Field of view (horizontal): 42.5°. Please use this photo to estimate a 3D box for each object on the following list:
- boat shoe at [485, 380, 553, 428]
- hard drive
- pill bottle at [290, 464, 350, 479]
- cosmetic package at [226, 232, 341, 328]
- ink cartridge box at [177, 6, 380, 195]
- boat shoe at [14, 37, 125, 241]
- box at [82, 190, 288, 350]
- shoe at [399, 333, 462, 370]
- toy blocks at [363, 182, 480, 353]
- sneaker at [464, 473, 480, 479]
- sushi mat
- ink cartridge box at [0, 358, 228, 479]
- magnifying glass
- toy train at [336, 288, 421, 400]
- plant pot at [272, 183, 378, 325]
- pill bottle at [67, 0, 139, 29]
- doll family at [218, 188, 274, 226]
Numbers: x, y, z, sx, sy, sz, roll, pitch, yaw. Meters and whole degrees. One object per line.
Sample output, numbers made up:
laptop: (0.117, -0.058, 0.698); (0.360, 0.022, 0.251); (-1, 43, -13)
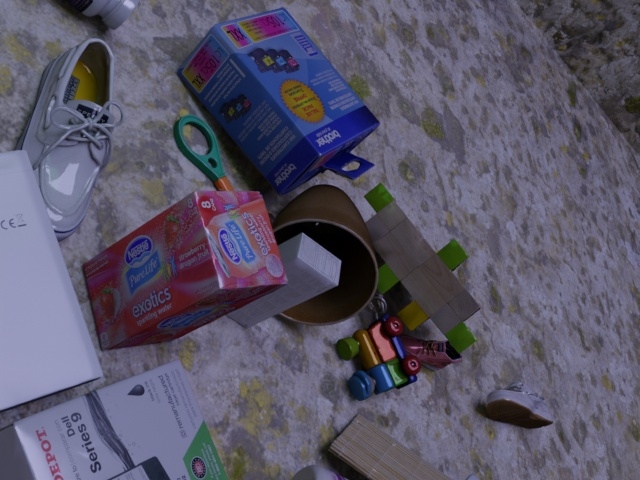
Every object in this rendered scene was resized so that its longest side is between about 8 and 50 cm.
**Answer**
boat shoe: (0.483, 0.396, 2.034); (0.277, 0.098, 0.096); (30, 47, -48)
hard drive: (-0.466, 0.059, 1.132); (0.233, 0.047, 0.353); (-15, 80, -38)
pill bottle: (0.077, 0.511, 1.378); (0.301, 0.169, 0.169); (29, 47, -15)
cosmetic package: (-0.083, 0.074, 1.445); (0.099, 0.239, 0.061); (38, 43, -29)
ink cartridge box: (-0.059, -0.270, 1.698); (0.395, 0.151, 0.270); (51, 38, 1)
boat shoe: (-0.383, -0.179, 1.316); (0.135, 0.156, 0.367); (30, 48, -35)
box: (-0.214, 0.049, 1.258); (0.142, 0.300, 0.154); (-1, 70, -50)
shoe: (0.240, 0.243, 1.848); (0.178, 0.081, 0.064); (28, 50, -37)
toy blocks: (0.227, 0.069, 1.828); (0.381, 0.190, 0.261); (52, 5, 12)
sneaker: (0.226, 0.552, 1.616); (0.365, 0.137, 0.210); (36, 34, -20)
sushi mat: (0.173, 0.451, 1.556); (0.316, 0.019, 0.151); (33, 24, 12)
ink cartridge box: (-0.297, 0.316, 1.150); (0.289, 0.121, 0.211); (-17, 81, -51)
magnifying glass: (-0.208, -0.142, 1.605); (0.092, 0.026, 0.231); (-35, 97, -52)
toy train: (0.091, 0.202, 1.704); (0.143, 0.105, 0.248); (-16, 76, -35)
plant pot: (0.000, 0.000, 1.626); (0.237, 0.237, 0.254); (47, 24, -20)
pill bottle: (-0.426, -0.475, 1.483); (0.193, 0.108, 0.108); (39, 43, -28)
doll family: (-0.184, -0.006, 1.437); (0.118, 0.163, 0.263); (51, 39, -15)
